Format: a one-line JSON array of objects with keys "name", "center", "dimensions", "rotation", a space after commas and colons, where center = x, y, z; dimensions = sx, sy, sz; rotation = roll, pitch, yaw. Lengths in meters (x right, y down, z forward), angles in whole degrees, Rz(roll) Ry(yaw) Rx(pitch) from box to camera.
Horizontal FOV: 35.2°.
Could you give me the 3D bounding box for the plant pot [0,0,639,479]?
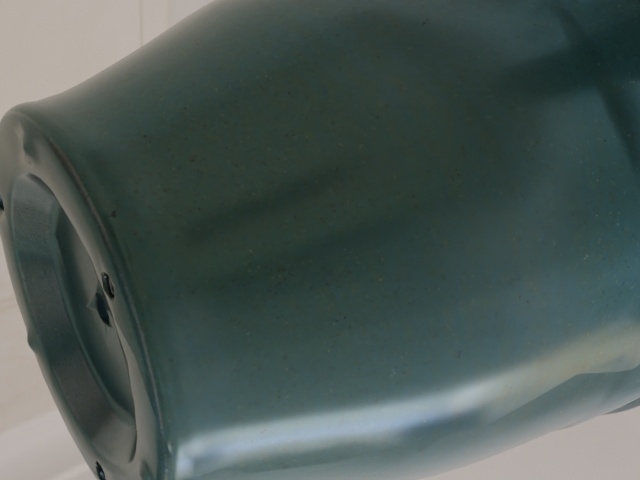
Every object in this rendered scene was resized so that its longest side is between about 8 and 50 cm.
[{"name": "plant pot", "center": [0.000, 0.000, 0.473], "dimensions": [0.255, 0.271, 0.271], "rotation": [-20, -121, -28]}]
